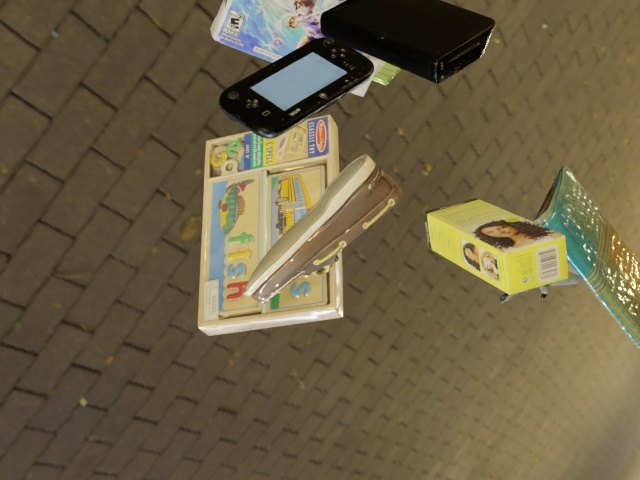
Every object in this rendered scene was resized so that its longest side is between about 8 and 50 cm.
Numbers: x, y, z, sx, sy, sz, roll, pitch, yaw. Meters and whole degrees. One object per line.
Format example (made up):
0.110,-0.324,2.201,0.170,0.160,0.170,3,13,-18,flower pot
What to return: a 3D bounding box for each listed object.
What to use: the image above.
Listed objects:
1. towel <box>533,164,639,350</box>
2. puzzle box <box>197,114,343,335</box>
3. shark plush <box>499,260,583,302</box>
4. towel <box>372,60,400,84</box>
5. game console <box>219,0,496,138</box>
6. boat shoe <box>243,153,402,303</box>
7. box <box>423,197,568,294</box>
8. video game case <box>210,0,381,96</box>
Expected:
0.539,0.051,1.707,0.040,0.370,0.271,-35,-174,32,towel
-0.094,-0.032,1.730,0.052,0.272,0.409,51,33,-59,puzzle box
0.402,0.073,1.654,0.161,0.067,0.073,-23,176,-24,shark plush
0.084,-0.366,1.898,0.113,0.152,0.023,-52,161,-52,towel
0.040,-0.228,1.169,0.361,0.213,0.044,-36,138,-29,game console
0.000,0.000,1.549,0.324,0.096,0.117,-46,-164,13,boat shoe
0.219,0.002,1.171,0.087,0.232,0.058,-15,107,-15,box
-0.001,-0.383,1.419,0.269,0.061,0.244,17,114,-22,video game case
